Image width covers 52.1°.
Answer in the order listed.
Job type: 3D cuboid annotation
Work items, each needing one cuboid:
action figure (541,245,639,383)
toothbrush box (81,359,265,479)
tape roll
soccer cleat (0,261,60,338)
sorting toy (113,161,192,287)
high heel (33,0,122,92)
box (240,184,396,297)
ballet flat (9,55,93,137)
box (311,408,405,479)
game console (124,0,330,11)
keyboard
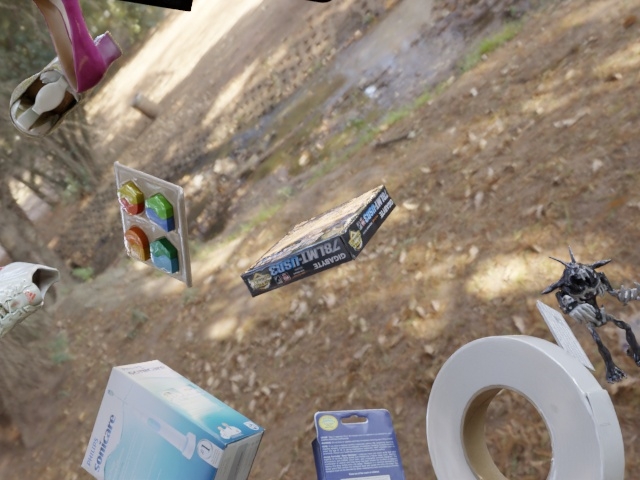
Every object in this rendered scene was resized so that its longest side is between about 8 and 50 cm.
[{"bbox_3d":[0.564,0.135,1.317,0.164,0.276,0.141,-26,-11,-4],"label":"action figure"},{"bbox_3d":[-0.280,0.388,1.224,0.295,0.126,0.216,23,99,28],"label":"toothbrush box"},{"bbox_3d":[0.361,0.368,1.211,0.392,0.072,0.392,-7,81,52],"label":"tape roll"},{"bbox_3d":[-0.388,0.080,0.804,0.076,0.068,0.196,-3,26,3],"label":"soccer cleat"},{"bbox_3d":[-0.308,-0.027,1.180,0.208,0.193,0.038,24,36,36],"label":"sorting toy"},{"bbox_3d":[-0.447,-0.364,1.082,0.082,0.244,0.117,-6,42,42],"label":"high heel"},{"bbox_3d":[0.000,0.000,1.529,0.295,0.073,0.293,-24,14,32],"label":"box"},{"bbox_3d":[-0.594,-0.295,1.408,0.348,0.123,0.123,-25,33,38],"label":"ballet flat"},{"bbox_3d":[0.065,0.372,0.997,0.036,0.136,0.225,120,147,-50],"label":"box"},{"bbox_3d":[-0.112,-0.406,0.864,0.044,0.361,0.213,45,128,42],"label":"game console"},{"bbox_3d":[0.561,0.215,1.513,0.256,0.072,0.014,-84,18,-67],"label":"keyboard"}]
